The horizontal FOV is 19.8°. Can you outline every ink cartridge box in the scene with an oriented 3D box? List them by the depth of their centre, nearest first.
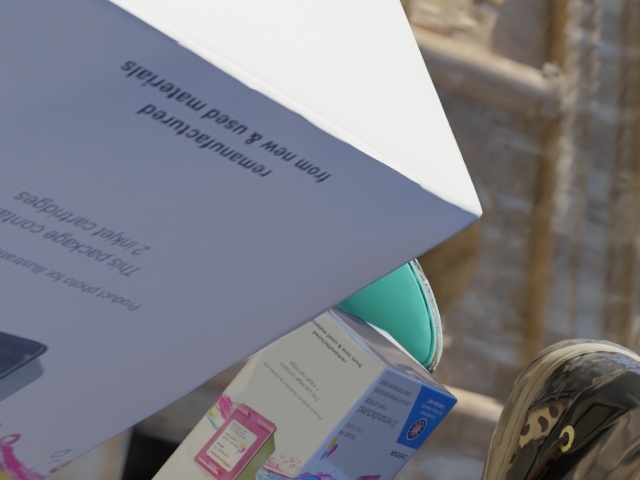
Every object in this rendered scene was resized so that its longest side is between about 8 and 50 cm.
[{"bbox_3d":[-0.144,-0.045,0.458,0.270,0.197,0.198,-31,-120,22],"label":"ink cartridge box"},{"bbox_3d":[-0.012,0.091,0.756,0.052,0.088,0.122,43,-83,27],"label":"ink cartridge box"}]

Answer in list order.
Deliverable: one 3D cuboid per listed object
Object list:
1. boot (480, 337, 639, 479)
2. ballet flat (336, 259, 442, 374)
[{"bbox_3d":[0.156,0.248,0.997,0.284,0.138,0.377,-174,-81,-79],"label":"boot"},{"bbox_3d":[0.000,0.000,0.974,0.188,0.070,0.070,59,-40,10],"label":"ballet flat"}]
